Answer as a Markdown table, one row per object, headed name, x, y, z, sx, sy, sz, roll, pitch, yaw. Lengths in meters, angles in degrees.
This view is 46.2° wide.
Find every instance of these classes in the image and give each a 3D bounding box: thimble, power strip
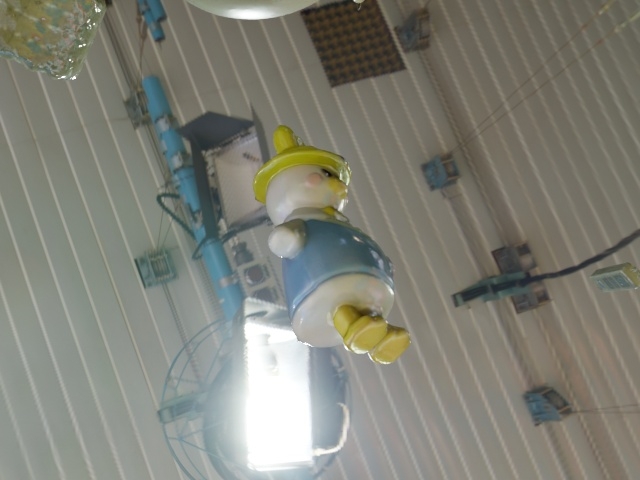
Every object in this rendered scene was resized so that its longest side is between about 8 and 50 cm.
| name | x | y | z | sx | sy | sz | roll | pitch | yaw |
| --- | --- | --- | --- | --- | --- | --- | --- | --- | --- |
| thimble | -0.198 | -0.152 | 0.479 | 0.110 | 0.084 | 0.062 | 27 | -82 | -7 |
| power strip | 0.325 | 0.042 | 0.826 | 0.017 | 0.083 | 0.027 | -40 | -91 | -13 |

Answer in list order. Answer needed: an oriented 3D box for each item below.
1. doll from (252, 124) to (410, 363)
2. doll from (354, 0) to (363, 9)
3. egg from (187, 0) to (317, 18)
| name | x | y | z | sx | sy | sz | roll | pitch | yaw |
| --- | --- | --- | --- | --- | --- | --- | --- | --- | --- |
| doll | 0.000 | -0.001 | 0.658 | 0.135 | 0.098 | 0.241 | 2 | -127 | -27 |
| doll | 0.130 | -0.365 | 0.852 | 0.271 | 0.144 | 0.208 | -39 | -132 | -18 |
| egg | -0.041 | -0.309 | 0.607 | 0.219 | 0.219 | 0.269 | 35 | -102 | -3 |
